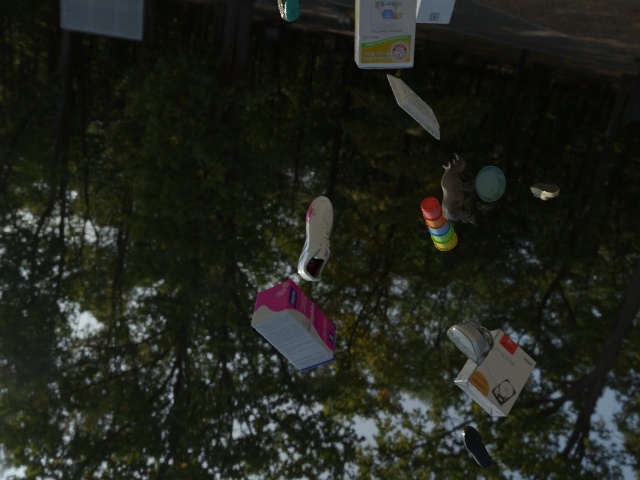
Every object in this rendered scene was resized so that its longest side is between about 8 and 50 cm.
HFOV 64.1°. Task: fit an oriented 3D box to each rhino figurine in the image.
[{"bbox_3d":[0.463,-0.179,1.740,0.106,0.243,0.073,-1,178,-7],"label":"rhino figurine"}]

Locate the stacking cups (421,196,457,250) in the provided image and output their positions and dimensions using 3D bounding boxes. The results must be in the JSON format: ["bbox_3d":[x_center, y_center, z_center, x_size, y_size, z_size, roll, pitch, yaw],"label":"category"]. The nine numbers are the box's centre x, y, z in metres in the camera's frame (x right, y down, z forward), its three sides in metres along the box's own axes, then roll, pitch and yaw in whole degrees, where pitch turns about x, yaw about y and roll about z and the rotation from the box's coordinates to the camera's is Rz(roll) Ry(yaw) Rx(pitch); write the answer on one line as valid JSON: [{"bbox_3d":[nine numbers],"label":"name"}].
[{"bbox_3d":[0.456,-0.066,1.950,0.096,0.096,0.316,23,165,30],"label":"stacking cups"}]

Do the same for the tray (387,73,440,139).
[{"bbox_3d":[0.324,-0.451,1.716,0.270,0.030,0.145,24,-138,-46],"label":"tray"}]

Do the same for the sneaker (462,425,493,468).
[{"bbox_3d":[0.433,0.576,1.441,0.051,0.170,0.089,-32,-167,-2],"label":"sneaker"}]

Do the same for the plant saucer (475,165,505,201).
[{"bbox_3d":[0.565,-0.190,1.717,0.119,0.119,0.021,3,-178,-19],"label":"plant saucer"}]

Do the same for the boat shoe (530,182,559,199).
[{"bbox_3d":[0.734,-0.156,1.662,0.050,0.045,0.135,-23,-165,1],"label":"boat shoe"}]

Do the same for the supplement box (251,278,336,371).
[{"bbox_3d":[-0.063,0.220,1.309,0.114,0.220,0.111,-25,-145,24],"label":"supplement box"}]

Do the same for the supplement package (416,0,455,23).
[{"bbox_3d":[0.378,-0.904,1.860,0.139,0.134,0.244,-4,-136,-15],"label":"supplement package"}]

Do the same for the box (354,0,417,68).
[{"bbox_3d":[0.117,-0.426,0.935,0.103,0.203,0.114,-1,-155,1],"label":"box"}]

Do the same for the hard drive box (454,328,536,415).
[{"bbox_3d":[0.605,0.455,1.766,0.181,0.089,0.232,42,-115,-1],"label":"hard drive box"}]

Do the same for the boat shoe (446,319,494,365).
[{"bbox_3d":[0.463,0.295,1.532,0.118,0.103,0.320,42,178,33],"label":"boat shoe"}]

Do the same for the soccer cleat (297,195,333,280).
[{"bbox_3d":[0.000,0.000,1.958,0.116,0.331,0.143,7,-170,-27],"label":"soccer cleat"}]

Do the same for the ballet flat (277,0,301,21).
[{"bbox_3d":[-0.124,-0.984,1.967,0.116,0.124,0.342,-28,177,-6],"label":"ballet flat"}]
